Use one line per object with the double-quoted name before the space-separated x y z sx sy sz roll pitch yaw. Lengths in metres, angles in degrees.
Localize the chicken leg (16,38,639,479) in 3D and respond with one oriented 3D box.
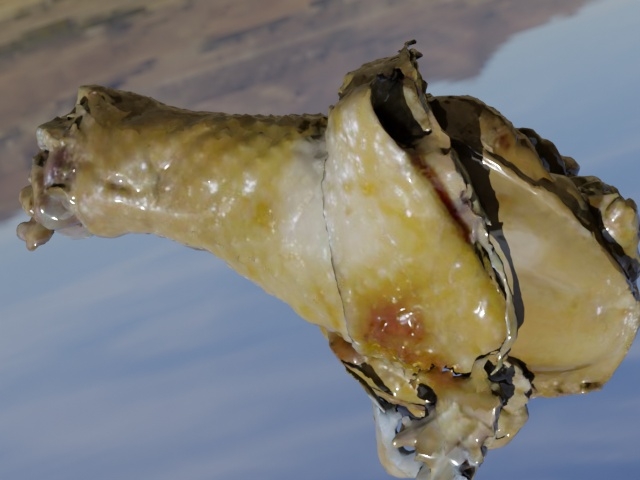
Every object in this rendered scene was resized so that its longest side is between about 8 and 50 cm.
"chicken leg" 0.004 -0.006 0.579 0.125 0.196 0.080 -61 173 19
